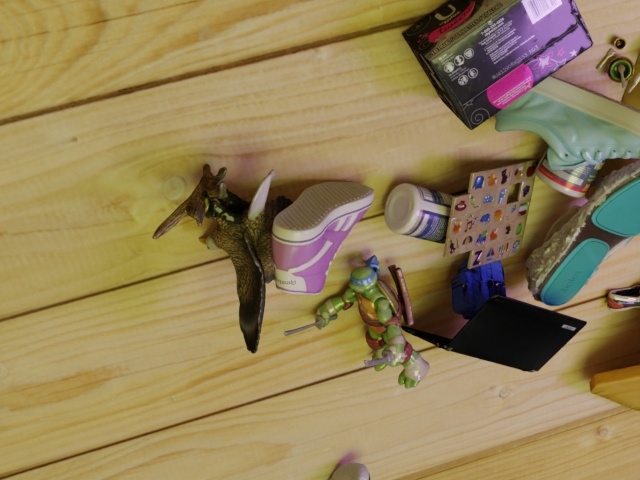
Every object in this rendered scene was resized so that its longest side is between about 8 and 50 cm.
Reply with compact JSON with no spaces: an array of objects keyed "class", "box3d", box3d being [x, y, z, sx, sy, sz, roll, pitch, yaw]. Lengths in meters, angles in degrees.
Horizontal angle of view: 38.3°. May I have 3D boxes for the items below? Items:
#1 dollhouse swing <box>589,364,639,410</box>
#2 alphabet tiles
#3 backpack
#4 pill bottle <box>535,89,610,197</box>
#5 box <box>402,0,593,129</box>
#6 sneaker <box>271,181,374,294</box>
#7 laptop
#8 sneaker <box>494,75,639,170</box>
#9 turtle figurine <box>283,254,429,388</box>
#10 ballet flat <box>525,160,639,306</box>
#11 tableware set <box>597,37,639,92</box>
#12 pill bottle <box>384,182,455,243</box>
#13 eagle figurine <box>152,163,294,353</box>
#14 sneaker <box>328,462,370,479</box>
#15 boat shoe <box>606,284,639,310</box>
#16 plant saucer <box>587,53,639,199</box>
[{"class":"dollhouse swing","box3d":[0.811,0.221,2.066,0.347,0.305,0.315,23,73,-39]},{"class":"alphabet tiles","box3d":[0.318,-0.044,1.728,0.237,0.009,0.198,-13,120,-39]},{"class":"backpack","box3d":[0.310,0.088,1.810,0.101,0.120,0.098,11,158,-23]},{"class":"pill bottle","box3d":[0.485,-0.181,1.709,0.108,0.108,0.180,13,116,-24]},{"class":"box","box3d":[0.290,-0.336,1.531,0.247,0.142,0.163,-35,123,4]},{"class":"sneaker","box3d":[-0.001,0.000,1.597,0.282,0.102,0.161,-33,133,-50]},{"class":"laptop","box3d":[0.336,0.169,1.825,0.234,0.264,0.136,18,91,-26]},{"class":"sneaker","box3d":[0.472,-0.175,1.593,0.135,0.366,0.150,-10,124,-60]},{"class":"turtle figurine","box3d":[0.081,0.194,1.765,0.198,0.274,0.266,-8,136,29]},{"class":"ballet flat","box3d":[0.527,-0.042,1.765,0.147,0.147,0.409,20,127,-27]},{"class":"tableware set","box3d":[0.590,-0.311,1.668,0.154,0.024,0.104,36,109,2]},{"class":"pill bottle","box3d":[0.210,-0.044,1.709,0.169,0.094,0.094,13,116,-32]},{"class":"eagle figurine","box3d":[-0.126,0.013,1.594,0.226,0.225,0.298,-39,114,-4]},{"class":"sneaker","box3d":[0.083,0.603,2.076,0.153,0.101,0.268,11,122,-24]},{"class":"boat shoe","box3d":[0.687,0.118,2.000,0.137,0.049,0.043,-10,121,-6]},{"class":"plant saucer","box3d":[0.727,-0.196,1.797,0.333,0.081,0.333,2,120,-20]}]
